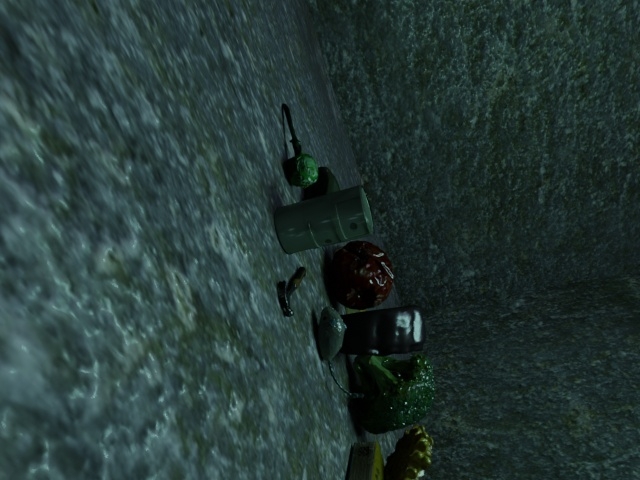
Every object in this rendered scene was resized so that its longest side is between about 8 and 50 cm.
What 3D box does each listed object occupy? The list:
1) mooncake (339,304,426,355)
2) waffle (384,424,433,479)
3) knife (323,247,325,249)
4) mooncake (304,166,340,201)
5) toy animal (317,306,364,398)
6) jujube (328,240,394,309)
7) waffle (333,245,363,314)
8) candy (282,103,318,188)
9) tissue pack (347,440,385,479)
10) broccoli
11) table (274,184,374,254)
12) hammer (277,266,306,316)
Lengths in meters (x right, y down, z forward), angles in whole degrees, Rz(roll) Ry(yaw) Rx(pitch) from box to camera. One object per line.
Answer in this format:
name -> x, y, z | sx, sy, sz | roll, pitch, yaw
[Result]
mooncake -> 0.170, 0.274, 1.288 | 0.283, 0.284, 0.141 | 33, 50, -71
waffle -> 0.245, 0.663, 1.254 | 0.259, 0.069, 0.293 | -56, 173, -8
knife -> 0.000, 0.000, 1.429 | 0.014, 0.005, 0.091 | -85, 158, -49
mooncake -> 0.003, -0.145, 1.377 | 0.175, 0.104, 0.168 | -63, 142, -66
toy animal -> 0.039, 0.301, 1.148 | 0.070, 0.079, 0.252 | -3, 78, -54
jujube -> 0.136, 0.116, 1.434 | 0.232, 0.213, 0.212 | -85, 158, -54
waffle -> 0.115, 0.153, 1.642 | 0.168, 0.058, 0.273 | -4, 81, -77
candy -> -0.075, -0.296, 1.290 | 0.097, 0.097, 0.323 | 52, 21, -60
tissue pack -> 0.128, 0.646, 1.171 | 0.169, 0.082, 0.119 | -47, 126, -74
broccoli -> 0.226, 0.467, 1.379 | 0.275, 0.308, 0.308 | 48, 12, 6
table -> 0.012, -0.049, 1.067 | 0.126, 0.220, 0.126 | -13, 90, -76
hammer -> -0.064, 0.104, 1.039 | 0.201, 0.021, 0.078 | -63, 138, -70
